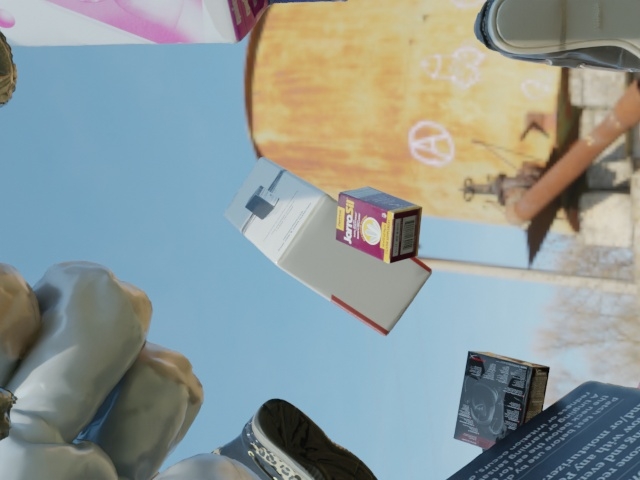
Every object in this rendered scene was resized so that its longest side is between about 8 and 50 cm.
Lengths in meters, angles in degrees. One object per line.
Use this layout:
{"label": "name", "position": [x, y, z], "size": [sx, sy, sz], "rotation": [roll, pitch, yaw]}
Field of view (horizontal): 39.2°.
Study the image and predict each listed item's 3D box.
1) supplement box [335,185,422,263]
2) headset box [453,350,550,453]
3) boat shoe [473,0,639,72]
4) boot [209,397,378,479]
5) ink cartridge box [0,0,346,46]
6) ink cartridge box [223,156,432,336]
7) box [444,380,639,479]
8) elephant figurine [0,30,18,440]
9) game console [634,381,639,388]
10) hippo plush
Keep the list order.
{"label": "supplement box", "position": [0.058, -0.017, 0.909], "size": [0.043, 0.083, 0.055], "rotation": [-13, -66, -37]}
{"label": "headset box", "position": [0.147, 0.137, 0.733], "size": [0.032, 0.062, 0.083], "rotation": [8, -90, -46]}
{"label": "boat shoe", "position": [0.354, -0.266, 1.114], "size": [0.095, 0.335, 0.112], "rotation": [-128, 40, -78]}
{"label": "boot", "position": [-0.030, 0.323, 1.163], "size": [0.236, 0.178, 0.085], "rotation": [46, -136, -2]}
{"label": "ink cartridge box", "position": [-0.157, -0.294, 0.677], "size": [0.324, 0.330, 0.071], "rotation": [79, -165, -48]}
{"label": "ink cartridge box", "position": [0.000, 0.000, 1.256], "size": [0.197, 0.273, 0.114], "rotation": [35, -88, -25]}
{"label": "box", "position": [0.292, 0.370, 0.493], "size": [0.297, 0.472, 0.480], "rotation": [-30, -81, -18]}
{"label": "elephant figurine", "position": [-0.207, -0.064, 0.349], "size": [0.239, 0.169, 0.186], "rotation": [-104, 14, -51]}
{"label": "game console", "position": [0.501, 0.124, 0.806], "size": [0.342, 0.386, 0.060], "rotation": [83, -170, -62]}
{"label": "hippo plush", "position": [-0.138, 0.137, 0.467], "size": [0.294, 0.236, 0.234], "rotation": [-9, -76, -41]}
